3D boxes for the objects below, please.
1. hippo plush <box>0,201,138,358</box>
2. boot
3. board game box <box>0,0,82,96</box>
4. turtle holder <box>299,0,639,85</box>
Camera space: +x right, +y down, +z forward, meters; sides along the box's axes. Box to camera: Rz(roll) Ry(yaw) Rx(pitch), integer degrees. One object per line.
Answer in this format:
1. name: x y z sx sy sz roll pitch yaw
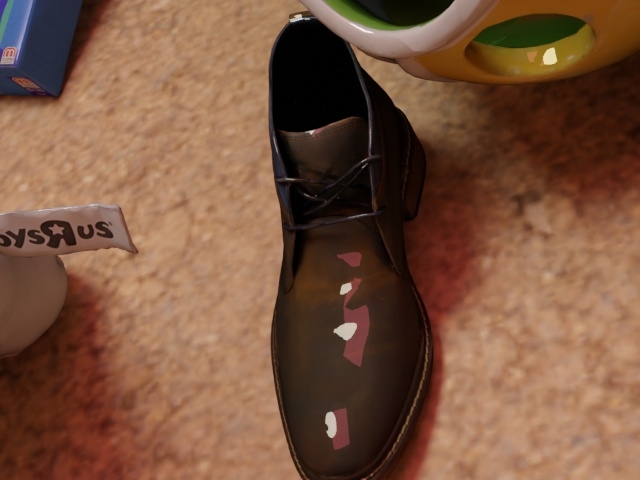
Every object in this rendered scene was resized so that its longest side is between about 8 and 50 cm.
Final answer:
1. hippo plush: -0.222 0.092 0.614 0.294 0.234 0.237 5 81 29
2. boot: 0.000 0.000 0.610 0.082 0.106 0.219 -11 50 17
3. board game box: -0.218 -0.197 0.872 0.160 0.047 0.210 3 72 27
4. turtle holder: 0.089 -0.161 0.607 0.243 0.320 0.227 0 32 43
